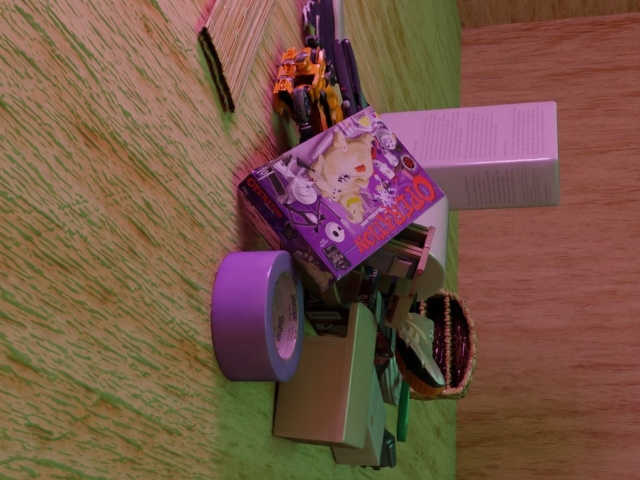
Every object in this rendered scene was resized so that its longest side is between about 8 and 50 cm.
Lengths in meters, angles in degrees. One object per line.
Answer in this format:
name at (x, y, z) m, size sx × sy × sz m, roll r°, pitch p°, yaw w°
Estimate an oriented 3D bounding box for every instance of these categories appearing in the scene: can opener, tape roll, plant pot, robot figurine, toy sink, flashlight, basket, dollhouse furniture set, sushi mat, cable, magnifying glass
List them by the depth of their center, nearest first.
tape roll at (-0.086, 0.109, 1.345) m, size 0.189 × 0.080 × 0.189 m, roll -1°, pitch 90°, yaw -74°
sushi mat at (-0.117, -0.340, 1.399) m, size 0.316 × 0.019 × 0.151 m, roll -77°, pitch 158°, yaw -45°
toy sink at (0.008, 0.227, 1.583) m, size 0.153 × 0.131 × 0.234 m, roll 46°, pitch 49°, yaw -68°
dollhouse furniture set at (0.103, 0.064, 1.589) m, size 0.129 × 0.129 × 0.184 m, roll -65°, pitch 172°, yaw -52°
plant pot at (0.000, 0.000, 1.608) m, size 0.237 × 0.109 × 0.237 m, roll 0°, pitch 90°, yaw -74°
robot figurine at (-0.015, -0.211, 1.637) m, size 0.291 × 0.085 × 0.211 m, roll 72°, pitch 22°, yaw -47°
can opener at (0.053, -0.279, 1.716) m, size 0.059 × 0.073 × 0.186 m, roll -31°, pitch 112°, yaw -55°
tape roll at (0.132, -0.004, 1.853) m, size 0.246 × 0.246 × 0.169 m, roll 67°, pitch 26°, yaw -53°
flashlight at (0.117, 0.342, 2.010) m, size 0.103 × 0.103 × 0.304 m, roll -95°, pitch 178°, yaw -81°
magnifying glass at (0.190, 0.345, 2.106) m, size 0.092 × 0.026 × 0.231 m, roll 81°, pitch 16°, yaw -51°
cable at (0.156, 0.260, 2.208) m, size 0.257 × 0.089 × 0.257 m, roll -73°, pitch 156°, yaw -49°
basket at (0.322, 0.285, 2.575) m, size 0.223 × 0.213 × 0.299 m, roll 49°, pitch 42°, yaw -66°

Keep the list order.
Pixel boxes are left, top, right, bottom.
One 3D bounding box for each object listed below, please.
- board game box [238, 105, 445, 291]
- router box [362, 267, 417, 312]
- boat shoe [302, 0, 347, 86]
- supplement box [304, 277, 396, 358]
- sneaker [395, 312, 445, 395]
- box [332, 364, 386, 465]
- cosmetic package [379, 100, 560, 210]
board game box at (0.045, -0.079, 1.488) m, size 0.208 × 0.056 × 0.347 m, roll 54°, pitch 42°, yaw 0°
router box at (0.089, 0.092, 1.801) m, size 0.133 × 0.179 × 0.046 m, roll 64°, pitch 30°, yaw -57°
boat shoe at (0.007, -0.417, 1.756) m, size 0.095 × 0.079 × 0.254 m, roll -69°, pitch 155°, yaw -59°
supplement box at (0.062, 0.154, 1.790) m, size 0.239 × 0.130 × 0.073 m, roll 62°, pitch 30°, yaw -57°
sneaker at (0.213, 0.219, 2.016) m, size 0.262 × 0.121 × 0.099 m, roll 56°, pitch -31°, yaw 39°
box at (0.070, 0.351, 1.869) m, size 0.130 × 0.091 × 0.170 m, roll -76°, pitch 158°, yaw -45°
cosmetic package at (0.366, -0.205, 2.337) m, size 0.230 × 0.453 × 0.161 m, roll -77°, pitch 159°, yaw -43°
